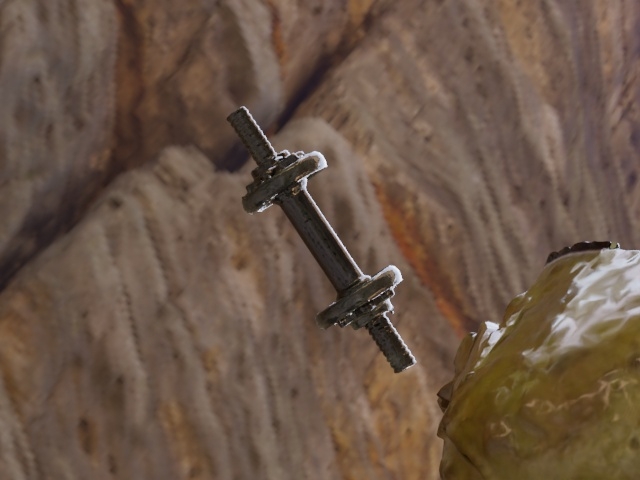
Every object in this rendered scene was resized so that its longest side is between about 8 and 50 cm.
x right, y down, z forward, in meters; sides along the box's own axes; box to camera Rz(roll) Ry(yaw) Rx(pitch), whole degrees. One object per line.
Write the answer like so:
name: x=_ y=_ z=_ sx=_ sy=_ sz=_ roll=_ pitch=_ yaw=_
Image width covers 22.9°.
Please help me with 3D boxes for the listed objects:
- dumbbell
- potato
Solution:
dumbbell: x=0.000 y=0.000 z=1.296 sx=0.081 sy=0.081 sz=0.254 roll=-36 pitch=-92 yaw=38
potato: x=0.185 y=0.134 z=0.689 sx=0.246 sy=0.196 sz=0.300 roll=41 pitch=-23 yaw=-28
